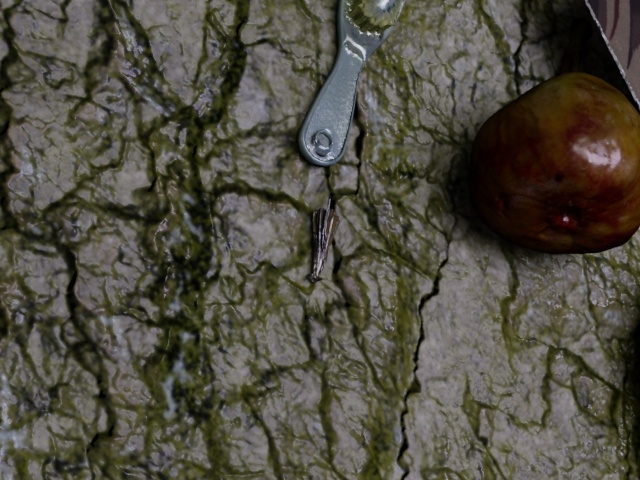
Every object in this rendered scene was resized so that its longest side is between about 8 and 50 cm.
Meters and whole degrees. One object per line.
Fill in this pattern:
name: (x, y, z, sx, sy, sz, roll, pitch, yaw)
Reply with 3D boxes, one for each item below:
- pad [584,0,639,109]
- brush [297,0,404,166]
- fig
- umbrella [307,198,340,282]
pad: (0.394, -0.220, 1.577, 0.330, 0.004, 0.220, -26, 89, -47)
brush: (0.047, -0.208, 1.450, 0.068, 0.060, 0.297, 25, 68, -19)
fig: (0.268, -0.107, 1.471, 0.191, 0.190, 0.290, 50, 50, -6)
umbrella: (0.002, 0.000, 1.403, 0.031, 0.020, 0.083, 34, 59, -57)
